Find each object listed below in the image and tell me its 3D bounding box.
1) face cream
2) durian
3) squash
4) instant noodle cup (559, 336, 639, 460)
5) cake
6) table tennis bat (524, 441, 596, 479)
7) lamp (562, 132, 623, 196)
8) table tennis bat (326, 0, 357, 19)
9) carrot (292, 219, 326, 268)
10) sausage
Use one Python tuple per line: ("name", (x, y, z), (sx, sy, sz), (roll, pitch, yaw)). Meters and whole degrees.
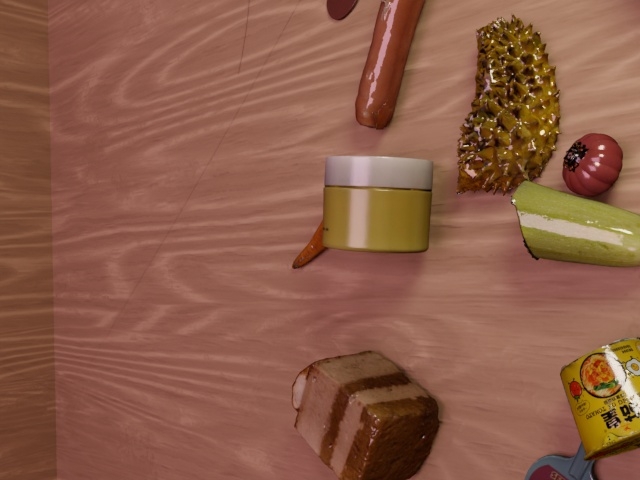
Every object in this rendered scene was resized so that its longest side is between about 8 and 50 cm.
("face cream", (0.113, -0.073, 1.398), (0.218, 0.218, 0.180), (6, 95, 44))
("durian", (0.333, -0.242, 1.258), (0.191, 0.112, 0.342), (14, 98, 46))
("squash", (0.457, 0.001, 1.147), (0.287, 0.137, 0.137), (21, 105, 32))
("instant noodle cup", (0.469, 0.245, 1.092), (0.182, 0.182, 0.144), (-41, 54, 36))
("cake", (0.076, 0.360, 1.460), (0.293, 0.198, 0.196), (34, 118, 43))
("table tennis bat", (0.440, 0.419, 1.211), (0.153, 0.040, 0.245), (36, 118, 39))
("lamp", (0.450, -0.125, 1.155), (0.107, 0.092, 0.108), (-162, 90, -75))
("table tennis bat", (0.068, -0.572, 1.588), (0.156, 0.013, 0.087), (-42, 60, 38))
("carrot", (0.000, 0.000, 1.624), (0.257, 0.061, 0.061), (-50, 58, 36))
("sausage", (0.158, -0.438, 1.442), (0.094, 0.094, 0.419), (21, 105, 19))
